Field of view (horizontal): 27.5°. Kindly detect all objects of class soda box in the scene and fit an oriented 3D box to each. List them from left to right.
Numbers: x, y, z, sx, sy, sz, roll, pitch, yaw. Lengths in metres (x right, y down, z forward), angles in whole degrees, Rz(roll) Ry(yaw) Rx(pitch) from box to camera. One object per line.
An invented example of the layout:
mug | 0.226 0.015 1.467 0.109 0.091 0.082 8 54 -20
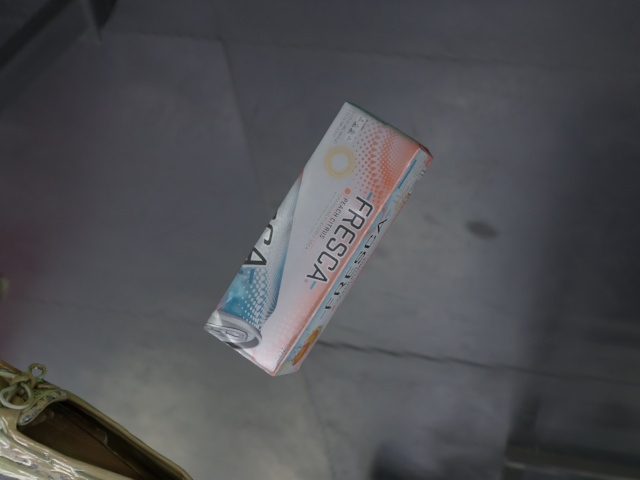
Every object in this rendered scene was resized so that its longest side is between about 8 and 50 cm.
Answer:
soda box | 0.000 0.000 0.885 0.063 0.183 0.058 33 -175 14

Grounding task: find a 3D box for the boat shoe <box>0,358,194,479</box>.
boat shoe | -0.234 0.178 1.209 0.285 0.104 0.089 32 123 7
